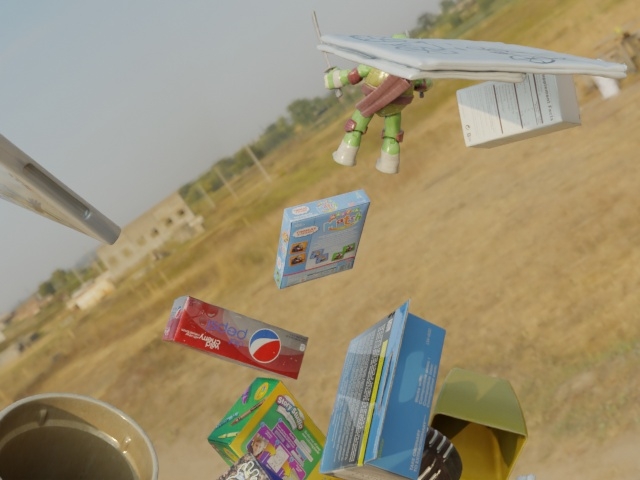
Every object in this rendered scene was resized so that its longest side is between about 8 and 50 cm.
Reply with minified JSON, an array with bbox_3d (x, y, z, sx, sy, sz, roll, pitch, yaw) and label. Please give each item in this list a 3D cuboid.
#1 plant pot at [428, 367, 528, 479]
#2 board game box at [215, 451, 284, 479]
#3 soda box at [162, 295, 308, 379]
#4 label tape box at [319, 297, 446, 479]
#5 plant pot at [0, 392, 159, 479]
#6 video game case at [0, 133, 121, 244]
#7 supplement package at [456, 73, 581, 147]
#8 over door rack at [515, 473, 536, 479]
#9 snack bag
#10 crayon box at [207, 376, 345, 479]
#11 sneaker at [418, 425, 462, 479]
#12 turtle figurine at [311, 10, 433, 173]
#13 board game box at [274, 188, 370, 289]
[{"bbox_3d":[0.347,0.417,2.153,0.187,0.212,0.212,-73,-3,-50],"label":"plant pot"},{"bbox_3d":[-0.103,0.401,0.978,0.291,0.232,0.141,-41,52,-5],"label":"board game box"},{"bbox_3d":[-0.162,0.189,1.801,0.083,0.263,0.092,-10,61,65],"label":"soda box"},{"bbox_3d":[0.109,0.248,1.450,0.333,0.106,0.240,131,155,-69],"label":"label tape box"},{"bbox_3d":[-0.527,0.528,1.859,0.305,0.334,0.334,-65,-8,27],"label":"plant pot"},{"bbox_3d":[-0.488,-0.113,1.359,0.329,0.300,0.036,21,75,31],"label":"video game case"},{"bbox_3d":[0.344,-0.230,1.625,0.179,0.105,0.105,-12,-4,32],"label":"supplement package"},{"bbox_3d":[0.467,0.580,1.638,0.239,0.324,0.108,-65,7,-31],"label":"over door rack"},{"bbox_3d":[0.208,-0.261,1.352,0.343,0.037,0.323,-3,18,-24],"label":"snack bag"},{"bbox_3d":[-0.074,0.423,1.837,0.081,0.278,0.165,-4,38,50],"label":"crayon box"},{"bbox_3d":[0.158,0.382,1.881,0.106,0.281,0.162,-49,18,-2],"label":"sneaker"},{"bbox_3d":[0.110,-0.283,1.822,0.198,0.266,0.275,-5,27,-40],"label":"turtle figurine"},{"bbox_3d":[0.000,0.000,1.766,0.160,0.039,0.211,-15,-33,-20],"label":"board game box"}]
